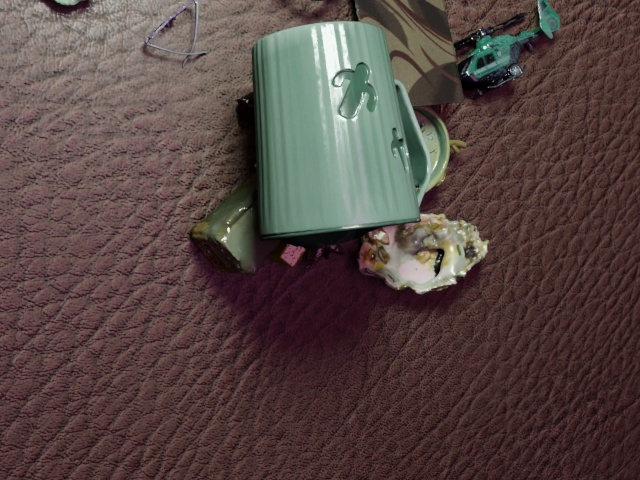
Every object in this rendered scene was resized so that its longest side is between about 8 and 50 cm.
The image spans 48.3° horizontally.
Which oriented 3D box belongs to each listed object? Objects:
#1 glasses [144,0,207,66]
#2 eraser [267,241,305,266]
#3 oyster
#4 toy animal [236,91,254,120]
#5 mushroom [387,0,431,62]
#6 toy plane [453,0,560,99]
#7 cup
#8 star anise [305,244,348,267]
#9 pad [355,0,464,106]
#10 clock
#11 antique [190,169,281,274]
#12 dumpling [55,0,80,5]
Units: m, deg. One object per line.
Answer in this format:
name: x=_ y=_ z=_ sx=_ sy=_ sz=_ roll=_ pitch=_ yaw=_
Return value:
glasses: x=-0.276 y=-0.409 z=1.452 sx=0.140 sy=0.062 sz=0.104 roll=-44 pitch=113 yaw=-13
eraser: x=-0.068 y=0.004 z=1.565 sx=0.045 sy=0.122 sz=0.097 roll=38 pitch=79 yaw=-21
oyster: x=0.245 y=0.034 z=1.738 sx=0.354 sy=0.107 sz=0.201 roll=6 pitch=73 yaw=-14
toy animal: x=-0.084 y=-0.301 z=1.525 sx=0.179 sy=0.116 sz=0.219 roll=-19 pitch=110 yaw=-23
mushroom: x=0.180 y=-0.457 z=1.646 sx=0.109 sy=0.097 sz=0.351 roll=44 pitch=73 yaw=-36
toy plane: x=0.452 y=-0.472 z=1.771 sx=0.381 sy=0.106 sz=0.155 roll=-29 pitch=95 yaw=-14
cup: x=0.033 y=-0.188 z=1.407 sx=0.310 sy=0.401 sz=0.393 roll=-6 pitch=91 yaw=19
star anise: x=0.001 y=-0.012 z=1.631 sx=0.124 sy=0.056 sz=0.129 roll=-15 pitch=103 yaw=-22
pad: x=0.194 y=-0.455 z=1.590 sx=0.219 sy=0.004 sz=0.331 roll=-8 pitch=82 yaw=-15
clock: x=0.202 y=-0.217 z=1.680 sx=0.307 sy=0.096 sz=0.235 roll=-26 pitch=105 yaw=-20
antique: x=-0.127 y=-0.063 z=1.534 sx=0.284 sy=0.150 sz=0.125 roll=-48 pitch=116 yaw=-22
dumpling: x=-0.492 y=-0.542 z=1.309 sx=0.149 sy=0.104 sz=0.217 roll=-22 pitch=109 yaw=-28
